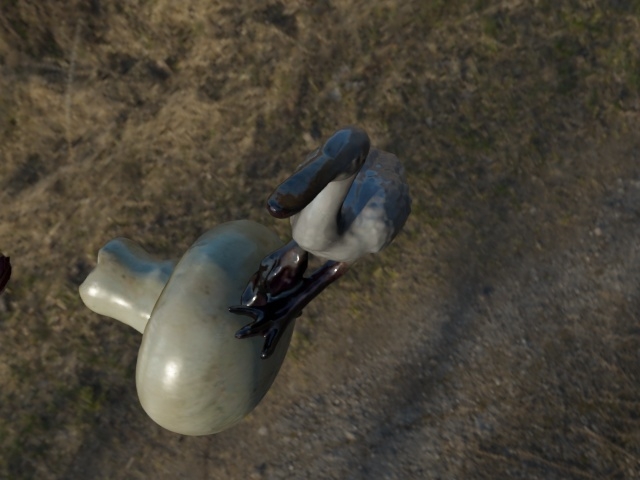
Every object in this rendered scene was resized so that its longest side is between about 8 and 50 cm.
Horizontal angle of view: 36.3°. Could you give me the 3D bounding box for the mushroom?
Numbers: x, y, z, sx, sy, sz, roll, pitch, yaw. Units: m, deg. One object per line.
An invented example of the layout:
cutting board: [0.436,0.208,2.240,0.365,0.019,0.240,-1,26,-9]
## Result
mushroom: [-0.144,0.082,1.066,0.244,0.243,0.243,-16,53,22]

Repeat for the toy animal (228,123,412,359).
toy animal: [0.014,-0.021,0.732,0.090,0.324,0.195,35,67,4]

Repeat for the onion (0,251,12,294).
onion: [-0.304,0.015,0.682,0.150,0.150,0.140,22,68,39]
